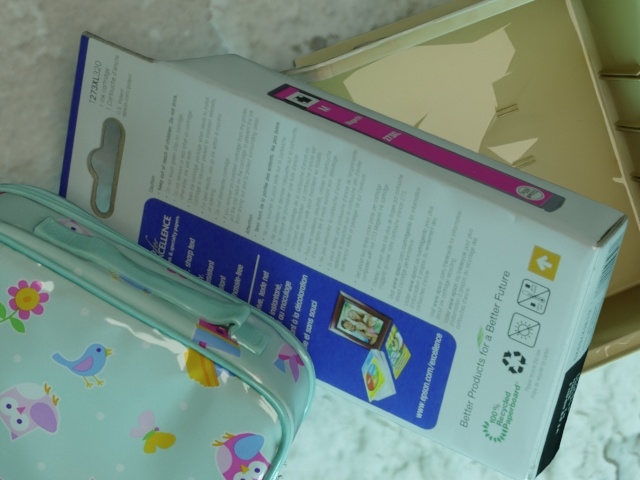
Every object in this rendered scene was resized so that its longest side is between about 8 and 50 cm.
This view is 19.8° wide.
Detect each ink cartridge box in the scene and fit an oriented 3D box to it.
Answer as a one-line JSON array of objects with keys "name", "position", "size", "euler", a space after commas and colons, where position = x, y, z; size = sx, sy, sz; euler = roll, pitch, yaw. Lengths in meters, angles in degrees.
[{"name": "ink cartridge box", "position": [0.000, 0.000, 1.174], "size": [0.371, 0.069, 0.176], "euler": [23, 120, 18]}]

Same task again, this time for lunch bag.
[{"name": "lunch bag", "position": [-0.147, 0.104, 1.172], "size": [0.279, 0.108, 0.224], "euler": [29, 108, 1]}]

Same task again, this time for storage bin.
[{"name": "storage bin", "position": [0.122, -0.037, 1.272], "size": [0.260, 0.123, 0.262], "euler": [-22, 101, -12]}]
